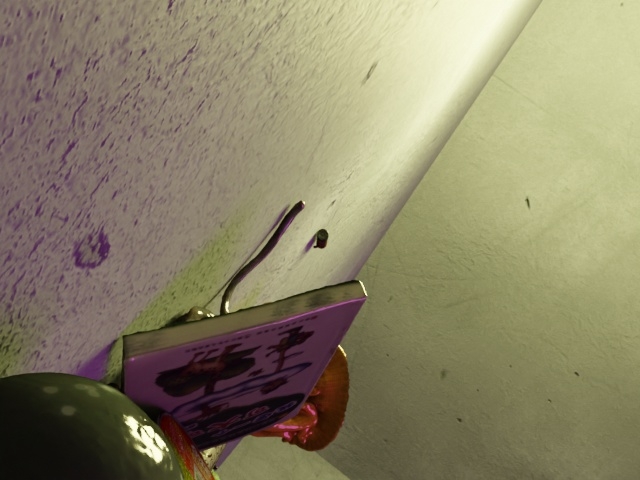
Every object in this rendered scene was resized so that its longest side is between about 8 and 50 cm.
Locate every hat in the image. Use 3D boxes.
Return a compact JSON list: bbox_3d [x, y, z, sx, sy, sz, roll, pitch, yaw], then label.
[{"bbox_3d":[-0.113,0.230,1.210,0.233,0.233,0.244,-6,93,-54],"label":"hat"}]

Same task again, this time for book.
[{"bbox_3d":[-0.110,0.172,0.935,0.260,0.043,0.371,-12,153,-21],"label":"book"}]

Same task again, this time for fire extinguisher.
[{"bbox_3d":[0.000,0.000,1.468,0.028,0.022,0.083,-14,167,-7],"label":"fire extinguisher"}]

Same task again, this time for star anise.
[{"bbox_3d":[-0.114,0.052,0.990,0.148,0.218,0.227,68,9,-48],"label":"star anise"}]

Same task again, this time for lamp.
[{"bbox_3d":[-0.221,0.220,0.502,0.314,0.182,0.182,-45,174,9],"label":"lamp"}]

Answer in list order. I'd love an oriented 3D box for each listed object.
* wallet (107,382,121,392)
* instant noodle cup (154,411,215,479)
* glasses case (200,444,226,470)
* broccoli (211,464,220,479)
[{"bbox_3d":[-0.268,0.222,0.702,0.133,0.039,0.243,-58,173,18],"label":"wallet"},{"bbox_3d":[-0.213,0.314,0.828,0.212,0.193,0.193,-29,170,-5],"label":"instant noodle cup"},{"bbox_3d":[-0.214,0.365,1.473,0.137,0.085,0.355,-62,177,38],"label":"glasses case"},{"bbox_3d":[-0.284,0.572,1.615,0.180,0.273,0.242,-12,151,-25],"label":"broccoli"}]
